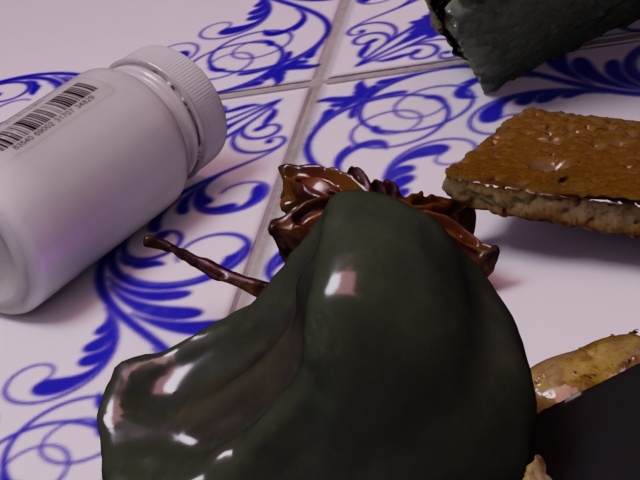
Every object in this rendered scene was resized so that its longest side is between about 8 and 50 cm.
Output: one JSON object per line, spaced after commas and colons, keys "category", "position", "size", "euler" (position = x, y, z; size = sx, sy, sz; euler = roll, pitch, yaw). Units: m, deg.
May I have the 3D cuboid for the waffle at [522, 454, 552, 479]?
{"category": "waffle", "position": [0.075, 0.129, 0.411], "size": [0.125, 0.032, 0.191], "euler": [-31, 23, 52]}

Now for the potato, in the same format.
{"category": "potato", "position": [0.121, 0.068, 0.635], "size": [0.083, 0.040, 0.051], "euler": [-18, 16, -9]}

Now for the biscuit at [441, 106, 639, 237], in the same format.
{"category": "biscuit", "position": [0.191, -0.032, 0.773], "size": [0.231, 0.025, 0.131], "euler": [10, 27, 30]}

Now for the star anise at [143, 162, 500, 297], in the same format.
{"category": "star anise", "position": [0.000, 0.000, 0.773], "size": [0.190, 0.070, 0.097], "euler": [10, 35, 4]}

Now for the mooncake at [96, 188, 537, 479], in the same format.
{"category": "mooncake", "position": [-0.002, 0.067, 0.567], "size": [0.168, 0.175, 0.104], "euler": [14, 31, -3]}

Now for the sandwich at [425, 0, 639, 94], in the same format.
{"category": "sandwich", "position": [0.174, -0.240, 0.918], "size": [0.262, 0.325, 0.131], "euler": [-8, 58, -44]}

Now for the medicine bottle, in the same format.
{"category": "medicine bottle", "position": [-0.149, -0.043, 0.889], "size": [0.102, 0.103, 0.186], "euler": [10, 37, 37]}

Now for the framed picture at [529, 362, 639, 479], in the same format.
{"category": "framed picture", "position": [0.123, 0.122, 0.396], "size": [0.255, 0.014, 0.339], "euler": [-35, 19, 38]}
